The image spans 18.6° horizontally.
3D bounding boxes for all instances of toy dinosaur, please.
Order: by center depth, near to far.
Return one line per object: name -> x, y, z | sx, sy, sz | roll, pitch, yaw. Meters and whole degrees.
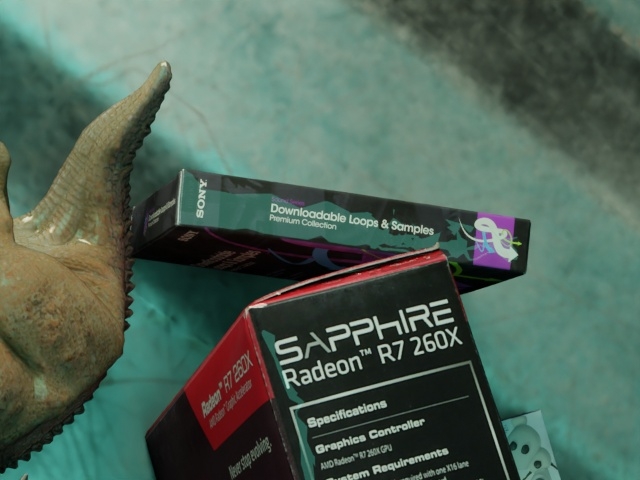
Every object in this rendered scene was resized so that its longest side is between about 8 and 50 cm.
toy dinosaur -> -0.150, 0.061, 0.837 | 0.295, 0.127, 0.200 | -43, 94, -21

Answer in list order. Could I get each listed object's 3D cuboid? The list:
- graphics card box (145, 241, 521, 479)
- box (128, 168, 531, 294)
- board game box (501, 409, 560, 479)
graphics card box -> 0.035, 0.214, 0.785 | 0.094, 0.233, 0.371 | -14, 77, -19
box -> 0.000, 0.000, 0.895 | 0.162, 0.116, 0.029 | 9, 80, -15
board game box -> 0.077, 0.137, 0.946 | 0.090, 0.020, 0.090 | -14, 85, -19
